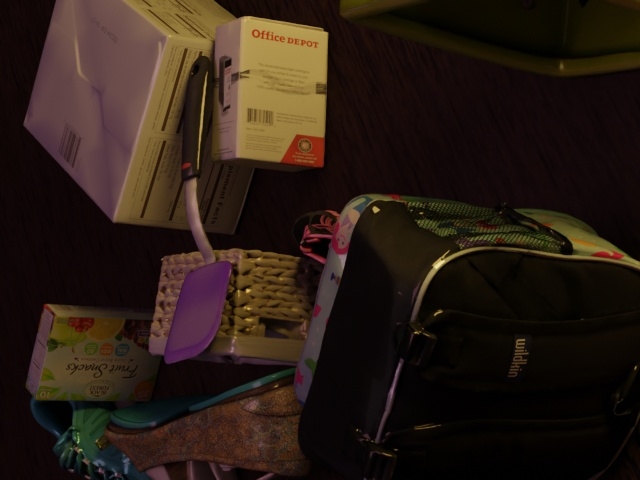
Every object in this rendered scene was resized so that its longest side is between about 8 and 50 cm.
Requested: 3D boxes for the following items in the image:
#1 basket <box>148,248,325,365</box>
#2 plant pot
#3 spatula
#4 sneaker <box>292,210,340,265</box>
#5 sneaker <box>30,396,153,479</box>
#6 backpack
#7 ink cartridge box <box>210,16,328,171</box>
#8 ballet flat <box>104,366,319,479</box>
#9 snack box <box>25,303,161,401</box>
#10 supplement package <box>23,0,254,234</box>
[{"bbox_3d":[-0.077,0.066,1.639,0.167,0.113,0.103,-3,80,55],"label":"basket"},{"bbox_3d":[0.173,-0.245,1.213,0.228,0.227,0.207,-1,80,56],"label":"plant pot"},{"bbox_3d":[-0.114,-0.034,1.589,0.084,0.030,0.296,-18,69,49],"label":"spatula"},{"bbox_3d":[0.000,0.000,1.579,0.119,0.057,0.047,27,110,55],"label":"sneaker"},{"bbox_3d":[-0.232,0.240,1.847,0.275,0.110,0.107,39,118,50],"label":"sneaker"},{"bbox_3d":[0.116,0.079,1.227,0.191,0.253,0.225,44,125,54],"label":"backpack"},{"bbox_3d":[-0.049,-0.138,1.629,0.056,0.099,0.135,-5,81,57],"label":"ink cartridge box"},{"bbox_3d":[-0.108,0.202,1.676,0.348,0.123,0.123,-18,72,54],"label":"ballet flat"},{"bbox_3d":[-0.241,0.123,1.844,0.037,0.141,0.100,37,116,51],"label":"snack box"},{"bbox_3d":[-0.178,-0.154,1.780,0.262,0.145,0.204,42,120,50],"label":"supplement package"}]
